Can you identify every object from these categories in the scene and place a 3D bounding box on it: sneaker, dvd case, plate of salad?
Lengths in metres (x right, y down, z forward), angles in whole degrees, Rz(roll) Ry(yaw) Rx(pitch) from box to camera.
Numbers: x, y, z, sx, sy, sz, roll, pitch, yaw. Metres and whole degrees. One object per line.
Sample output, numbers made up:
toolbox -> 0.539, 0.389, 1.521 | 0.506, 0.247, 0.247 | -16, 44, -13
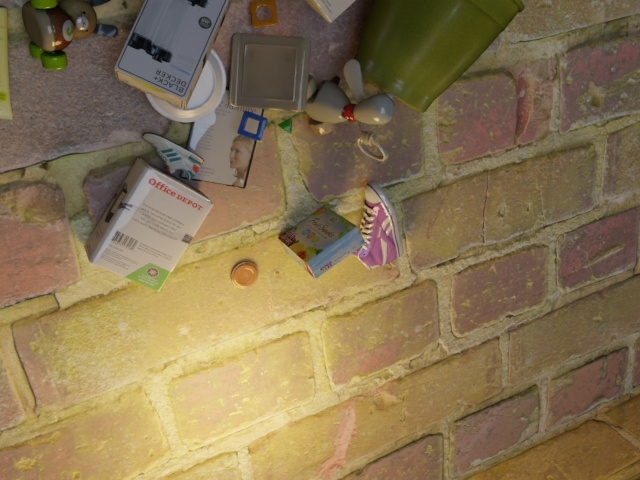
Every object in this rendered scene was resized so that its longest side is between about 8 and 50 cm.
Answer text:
sneaker -> 0.149, -0.031, 1.907 | 0.161, 0.102, 0.282 | -26, 120, -12
dvd case -> -0.251, -0.269, 1.649 | 0.180, 0.022, 0.253 | 7, 106, -29
plate of salad -> -0.325, -0.384, 1.517 | 0.200, 0.048, 0.199 | -9, 113, -22
sneaker -> -0.374, -0.207, 1.574 | 0.161, 0.057, 0.075 | 27, 91, -21

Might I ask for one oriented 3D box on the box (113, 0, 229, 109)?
box -> -0.324, -0.463, 1.423 | 0.169, 0.087, 0.289 | 24, 83, -12

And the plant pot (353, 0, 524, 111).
plant pot -> 0.264, -0.539, 1.640 | 0.367, 0.366, 0.353 | 22, 111, -32

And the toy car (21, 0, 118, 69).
toy car -> -0.527, -0.472, 1.363 | 0.188, 0.149, 0.155 | -22, 133, -32

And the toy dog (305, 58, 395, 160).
toy dog -> 0.075, -0.365, 1.636 | 0.161, 0.334, 0.220 | -52, 150, -20

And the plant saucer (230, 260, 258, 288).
plant saucer -> -0.216, 0.100, 1.821 | 0.084, 0.013, 0.083 | -10, 114, -23

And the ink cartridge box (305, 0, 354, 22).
ink cartridge box -> 0.064, -0.690, 1.476 | 0.307, 0.223, 0.129 | -40, 134, 7

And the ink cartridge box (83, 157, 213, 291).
ink cartridge box -> -0.430, -0.039, 1.593 | 0.198, 0.115, 0.272 | 30, 94, -33

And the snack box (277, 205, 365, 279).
snack box -> 0.000, 0.000, 1.776 | 0.174, 0.207, 0.070 | -35, 122, -10

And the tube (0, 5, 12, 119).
tube -> -0.702, -0.378, 1.352 | 0.070, 0.062, 0.240 | 17, 111, 10

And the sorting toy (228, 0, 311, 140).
sorting toy -> -0.127, -0.423, 1.599 | 0.196, 0.047, 0.347 | 5, 98, 2
